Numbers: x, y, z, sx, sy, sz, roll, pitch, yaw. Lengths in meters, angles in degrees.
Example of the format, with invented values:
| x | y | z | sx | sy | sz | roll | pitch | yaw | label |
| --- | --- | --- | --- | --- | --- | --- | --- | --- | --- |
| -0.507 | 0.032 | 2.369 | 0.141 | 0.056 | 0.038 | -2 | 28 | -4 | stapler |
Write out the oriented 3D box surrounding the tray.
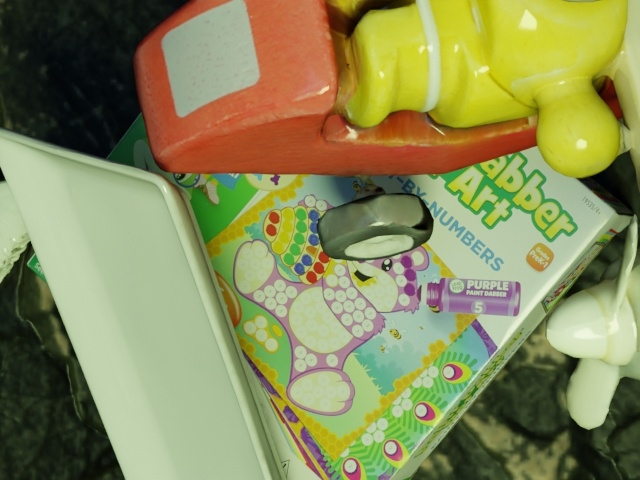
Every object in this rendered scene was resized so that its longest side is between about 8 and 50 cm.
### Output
| x | y | z | sx | sy | sz | roll | pitch | yaw | label |
| --- | --- | --- | --- | --- | --- | --- | --- | --- | --- |
| -0.079 | 0.061 | 1.039 | 0.145 | 0.030 | 0.270 | 16 | 134 | 43 | tray |

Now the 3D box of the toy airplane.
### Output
| x | y | z | sx | sy | sz | roll | pitch | yaw | label |
| --- | --- | --- | --- | --- | --- | --- | --- | --- | --- |
| 0.148 | -0.120 | 0.903 | 0.386 | 0.272 | 0.384 | 33 | 84 | 15 | toy airplane |

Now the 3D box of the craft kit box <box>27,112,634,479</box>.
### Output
| x | y | z | sx | sy | sz | roll | pitch | yaw | label |
| --- | --- | --- | --- | --- | --- | --- | --- | --- | --- |
| 0.000 | 0.000 | 1.102 | 0.250 | 0.061 | 0.246 | 41 | 100 | 16 | craft kit box |

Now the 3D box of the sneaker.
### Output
| x | y | z | sx | sy | sz | roll | pitch | yaw | label |
| --- | --- | --- | --- | --- | --- | --- | --- | --- | --- |
| -0.195 | -0.002 | 1.178 | 0.152 | 0.054 | 0.061 | -20 | 88 | 26 | sneaker |
